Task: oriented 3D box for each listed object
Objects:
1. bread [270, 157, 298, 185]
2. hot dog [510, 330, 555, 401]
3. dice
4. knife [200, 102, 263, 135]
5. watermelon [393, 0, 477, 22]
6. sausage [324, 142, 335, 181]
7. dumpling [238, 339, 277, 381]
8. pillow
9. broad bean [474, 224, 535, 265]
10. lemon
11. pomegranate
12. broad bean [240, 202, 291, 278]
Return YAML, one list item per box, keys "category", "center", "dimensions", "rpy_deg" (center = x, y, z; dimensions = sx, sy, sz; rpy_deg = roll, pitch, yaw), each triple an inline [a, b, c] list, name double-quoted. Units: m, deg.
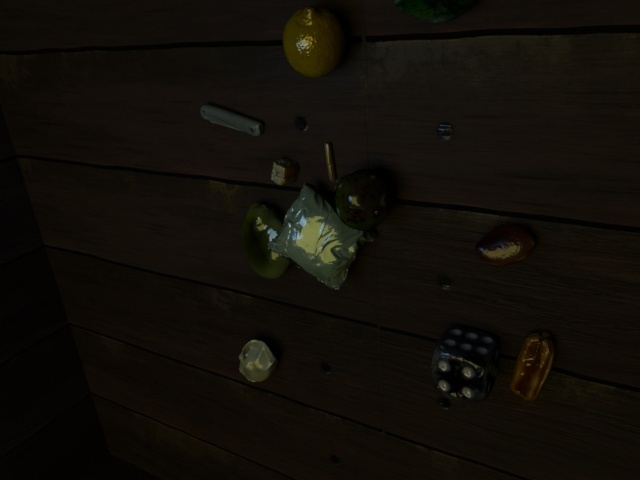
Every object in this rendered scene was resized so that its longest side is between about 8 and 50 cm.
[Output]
- category: "bread"
  center: [-0.126, -0.239, 1.977]
  dimensions: [0.077, 0.070, 0.083]
  rpy_deg: [30, 129, 19]
- category: "hot dog"
  center: [0.665, 0.392, 1.771]
  dimensions: [0.100, 0.068, 0.249]
  rpy_deg: [28, 124, 32]
- category: "dice"
  center: [0.468, 0.398, 1.832]
  dimensions: [0.182, 0.181, 0.183]
  rpy_deg: [9, 117, 28]
- category: "knife"
  center: [-0.318, -0.429, 2.031]
  dimensions: [0.266, 0.040, 0.073]
  rpy_deg: [21, 135, 23]
- category: "watermelon"
  center: [0.363, -0.691, 1.376]
  dimensions: [0.222, 0.319, 0.292]
  rpy_deg: [33, 145, -30]
- category: "sausage"
  center: [0.032, -0.260, 1.890]
  dimensions: [0.024, 0.024, 0.132]
  rpy_deg: [5, 115, 32]
- category: "dumpling"
  center: [-0.271, 0.519, 2.423]
  dimensions: [0.162, 0.132, 0.250]
  rpy_deg: [40, 129, 6]
- category: "pillow"
  center: [0.000, 0.000, 1.945]
  dimensions: [0.310, 0.138, 0.283]
  rpy_deg: [36, 111, 3]
- category: "broad bean"
  center: [0.539, 0.015, 1.652]
  dimensions: [0.165, 0.084, 0.114]
  rpy_deg: [-28, 91, 34]
- category: "lemon"
  center: [-0.017, -0.577, 1.661]
  dimensions: [0.187, 0.187, 0.244]
  rpy_deg: [31, 158, 18]
- category: "pomegranate"
  center: [0.122, -0.139, 1.802]
  dimensions: [0.248, 0.202, 0.202]
  rpy_deg: [41, 136, 48]
- category: "broad bean"
  center: [-0.200, 0.004, 2.106]
  dimensions: [0.238, 0.119, 0.291]
  rpy_deg: [4, 108, 37]
